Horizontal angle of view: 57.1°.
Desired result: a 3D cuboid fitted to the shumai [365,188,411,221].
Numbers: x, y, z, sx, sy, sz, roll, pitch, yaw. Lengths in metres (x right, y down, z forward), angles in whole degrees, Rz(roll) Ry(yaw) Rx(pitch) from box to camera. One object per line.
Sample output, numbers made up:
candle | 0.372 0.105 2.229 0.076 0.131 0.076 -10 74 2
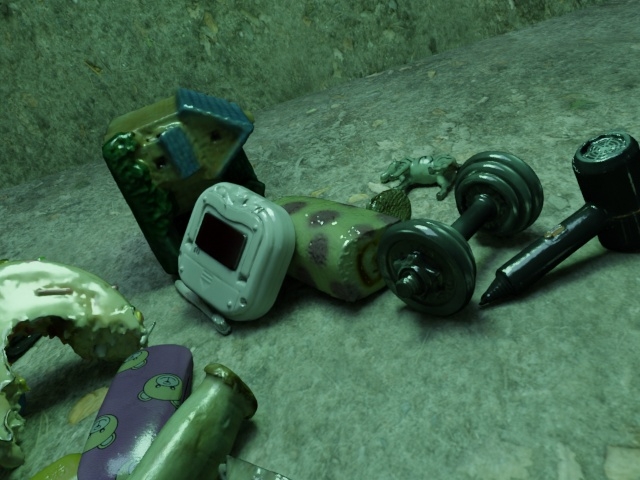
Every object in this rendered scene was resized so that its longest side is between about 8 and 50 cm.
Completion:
shumai | 0.135 -0.058 1.309 0.124 0.099 0.087 -31 12 -32

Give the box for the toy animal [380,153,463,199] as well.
toy animal | 0.230 -0.166 1.467 0.170 0.089 0.255 -31 31 -35

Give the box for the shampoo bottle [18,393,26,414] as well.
shampoo bottle | -0.663 0.317 1.064 0.259 0.061 0.104 -14 27 7

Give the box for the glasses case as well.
glasses case | -0.273 0.262 0.907 0.123 0.075 0.316 -7 25 0

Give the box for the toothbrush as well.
toothbrush | -0.255 0.129 1.231 0.025 0.029 0.307 -35 29 -19

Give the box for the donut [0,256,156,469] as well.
donut | -0.512 0.188 1.013 0.371 0.307 0.150 -47 -4 -44

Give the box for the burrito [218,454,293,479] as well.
burrito | -0.016 0.344 0.559 0.175 0.107 0.347 -3 26 -6

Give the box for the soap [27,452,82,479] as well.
soap | -0.381 0.355 0.829 0.140 0.045 0.089 -34 35 -32

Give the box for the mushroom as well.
mushroom | -0.185 0.296 0.752 0.087 0.107 0.333 -21 22 34

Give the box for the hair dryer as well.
hair dryer | 0.394 -0.012 0.968 0.352 0.189 0.107 -35 26 -6

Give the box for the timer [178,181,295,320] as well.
timer | -0.175 0.018 1.151 0.262 0.237 0.087 28 13 38

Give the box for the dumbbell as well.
dumbbell | 0.254 -0.022 1.044 0.179 0.179 0.406 7 35 42

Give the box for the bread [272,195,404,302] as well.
bread | 0.000 0.000 1.184 0.187 0.155 0.338 -30 28 -33

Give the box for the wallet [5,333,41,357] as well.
wallet | -0.816 0.210 1.379 0.406 0.062 0.228 -9 26 17

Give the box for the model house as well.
model house | -0.285 -0.160 1.430 0.343 0.382 0.334 -22 26 -7
